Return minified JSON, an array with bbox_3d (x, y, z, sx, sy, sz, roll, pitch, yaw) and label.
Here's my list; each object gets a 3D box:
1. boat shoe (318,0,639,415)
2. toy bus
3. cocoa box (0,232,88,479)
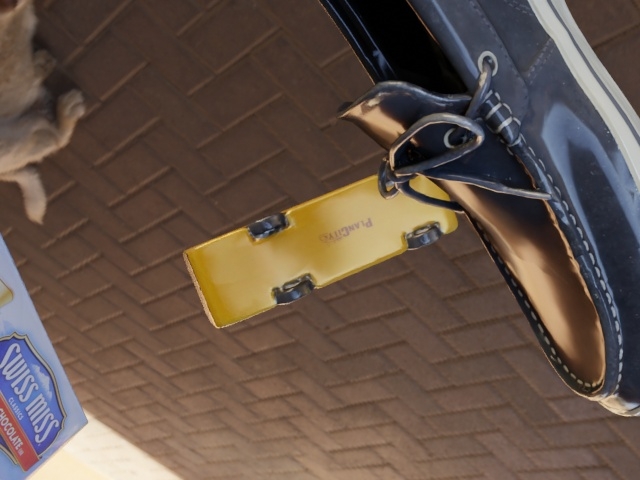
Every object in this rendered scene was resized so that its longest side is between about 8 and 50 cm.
[{"bbox_3d":[0.093,-0.093,0.533,0.500,0.156,0.187,63,167,-8],"label":"boat shoe"},{"bbox_3d":[0.000,0.000,1.006,0.130,0.332,0.108,168,80,-78],"label":"toy bus"},{"bbox_3d":[-0.415,0.108,0.753,0.231,0.228,0.347,28,143,26],"label":"cocoa box"}]
